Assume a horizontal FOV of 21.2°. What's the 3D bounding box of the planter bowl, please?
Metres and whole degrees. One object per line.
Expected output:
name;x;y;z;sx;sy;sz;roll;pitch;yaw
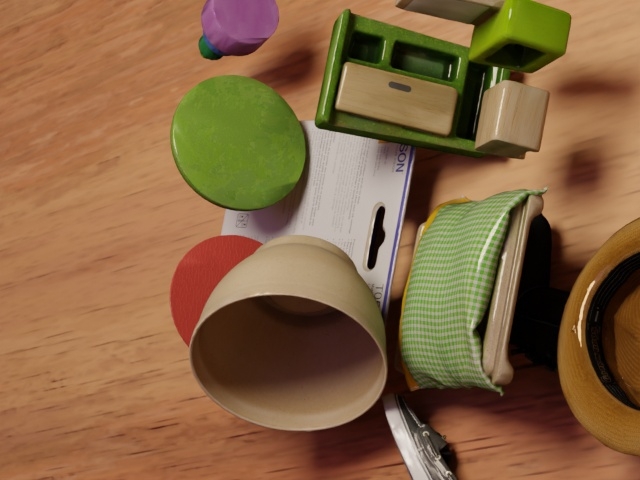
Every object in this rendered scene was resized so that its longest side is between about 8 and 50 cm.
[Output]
planter bowl;-0.020;0.065;1.415;0.162;0.162;0.109;-32;30;32

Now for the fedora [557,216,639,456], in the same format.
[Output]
fedora;0.262;0.073;1.241;0.194;0.079;0.194;-25;54;40

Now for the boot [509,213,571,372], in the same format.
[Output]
boot;0.182;0.042;1.353;0.099;0.045;0.121;22;98;48

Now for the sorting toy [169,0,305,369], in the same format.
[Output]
sorting toy;-0.094;-0.049;1.560;0.126;0.127;0.365;145;129;-61

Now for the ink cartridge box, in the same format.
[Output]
ink cartridge box;0.000;0.000;1.541;0.224;0.045;0.223;3;78;43

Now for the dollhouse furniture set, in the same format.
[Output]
dollhouse furniture set;0.075;-0.037;1.353;0.197;0.151;0.301;154;127;-76

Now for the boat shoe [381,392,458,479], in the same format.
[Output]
boat shoe;0.090;0.180;1.397;0.040;0.049;0.142;-23;52;-2
